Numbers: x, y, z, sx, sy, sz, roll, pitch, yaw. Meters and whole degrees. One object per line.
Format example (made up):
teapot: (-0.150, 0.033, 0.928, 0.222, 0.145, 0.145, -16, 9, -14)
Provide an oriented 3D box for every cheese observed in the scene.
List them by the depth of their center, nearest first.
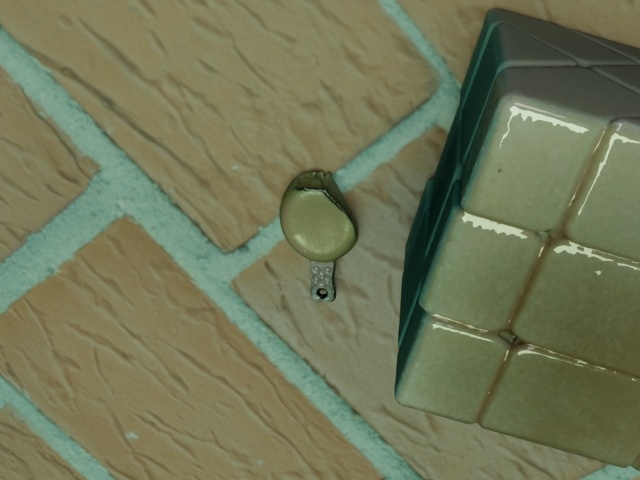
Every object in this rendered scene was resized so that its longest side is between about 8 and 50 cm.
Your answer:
cheese: (0.007, -0.002, 1.014, 0.092, 0.048, 0.171, -14, 114, 19)

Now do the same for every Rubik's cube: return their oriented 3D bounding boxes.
Rubik's cube: (0.267, -0.008, 0.811, 0.318, 0.322, 0.316, 16, 120, 0)
